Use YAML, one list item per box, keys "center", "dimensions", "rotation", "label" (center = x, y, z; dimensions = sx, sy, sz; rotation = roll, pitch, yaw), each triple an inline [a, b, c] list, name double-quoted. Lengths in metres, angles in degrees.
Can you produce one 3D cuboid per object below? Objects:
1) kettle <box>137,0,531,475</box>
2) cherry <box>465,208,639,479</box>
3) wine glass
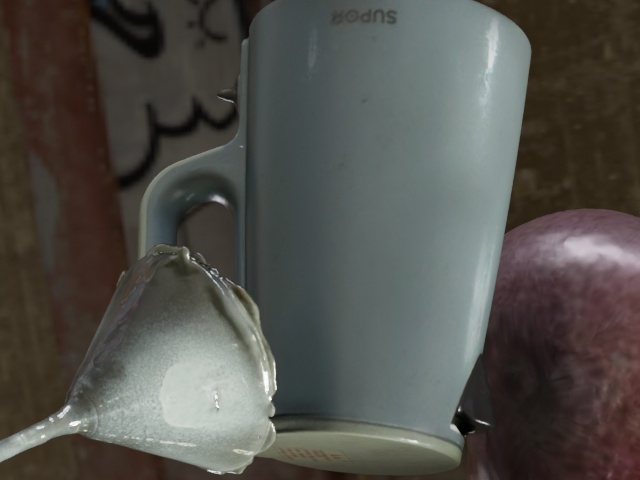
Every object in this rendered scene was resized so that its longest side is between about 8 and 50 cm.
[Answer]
- center: [0.000, 0.000, 1.001]
  dimensions: [0.210, 0.160, 0.243]
  rotation: [4, -108, 8]
  label: "kettle"
- center: [0.199, 0.093, 1.155]
  dimensions: [0.239, 0.206, 0.239]
  rotation: [0, -90, 2]
  label: "cherry"
- center: [-0.120, 0.084, 0.830]
  dimensions: [0.122, 0.183, 0.122]
  rotation: [21, -58, 39]
  label: "wine glass"
